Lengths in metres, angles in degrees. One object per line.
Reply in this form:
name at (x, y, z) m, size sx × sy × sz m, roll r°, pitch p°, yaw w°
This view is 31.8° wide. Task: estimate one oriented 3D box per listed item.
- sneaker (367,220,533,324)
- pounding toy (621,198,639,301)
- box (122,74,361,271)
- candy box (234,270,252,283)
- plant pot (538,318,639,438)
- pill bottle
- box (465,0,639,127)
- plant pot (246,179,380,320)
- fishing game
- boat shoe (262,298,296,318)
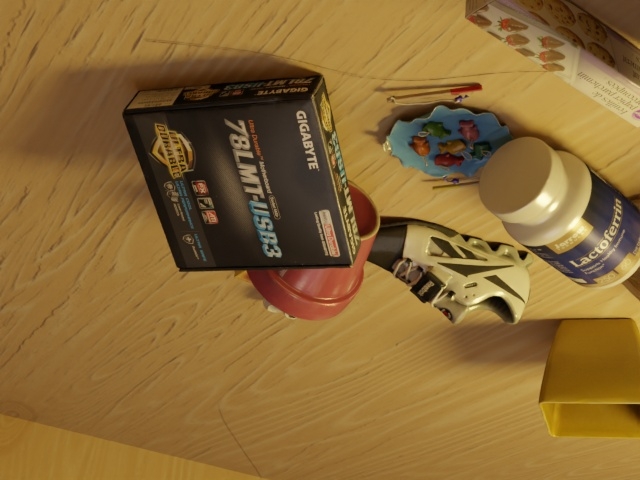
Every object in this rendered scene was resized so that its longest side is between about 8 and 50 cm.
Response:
sneaker at (0.208, 0.063, 1.934) m, size 0.330 × 0.146 × 0.122 m, roll 12°, pitch 154°, yaw -7°
pounding toy at (0.560, -0.003, 1.756) m, size 0.094 × 0.181 × 0.206 m, roll -8°, pitch 137°, yaw -42°
box at (-0.110, -0.090, 1.656) m, size 0.293 × 0.073 × 0.296 m, roll -1°, pitch 125°, yaw 19°
candy box at (-0.066, 0.035, 2.043) m, size 0.109 × 0.053 × 0.186 m, roll 21°, pitch 149°, yaw -24°
plant pot at (0.546, 0.265, 2.199) m, size 0.212 × 0.187 × 0.212 m, roll -2°, pitch 153°, yaw 17°
pill bottle at (0.362, -0.042, 1.675) m, size 0.153 × 0.153 × 0.264 m, roll -18°, pitch 144°, yaw 40°
box at (0.314, -0.240, 1.393) m, size 0.324 × 0.067 × 0.063 m, roll 25°, pitch 148°, yaw -30°
plant pot at (0.000, 0.000, 1.827) m, size 0.201 × 0.201 × 0.180 m, roll 17°, pitch 136°, yaw -19°
fishing game at (0.188, -0.137, 1.657) m, size 0.189 × 0.041 × 0.264 m, roll -4°, pitch 151°, yaw 16°
boat shoe at (-0.046, 0.120, 2.192) m, size 0.184 × 0.063 × 0.066 m, roll -17°, pitch 145°, yaw 38°
